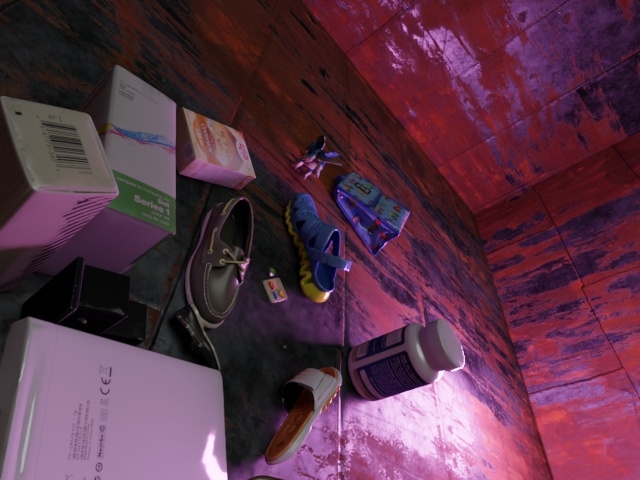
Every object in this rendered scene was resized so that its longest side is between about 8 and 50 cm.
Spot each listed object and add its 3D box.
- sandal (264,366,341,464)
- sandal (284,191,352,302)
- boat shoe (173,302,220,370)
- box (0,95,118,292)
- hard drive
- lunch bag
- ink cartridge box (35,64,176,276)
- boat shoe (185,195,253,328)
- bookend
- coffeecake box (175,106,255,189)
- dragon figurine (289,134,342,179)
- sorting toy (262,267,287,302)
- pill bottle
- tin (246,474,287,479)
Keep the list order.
[{"bbox_3d":[-0.040,0.318,0.873,0.076,0.102,0.265,59,31,-8],"label":"sandal"},{"bbox_3d":[0.000,0.000,1.187,0.126,0.138,0.317,13,52,-50],"label":"sandal"},{"bbox_3d":[-0.219,0.179,0.783,0.042,0.049,0.133,-27,98,-28],"label":"boat shoe"},{"bbox_3d":[-0.362,-0.034,0.509,0.094,0.275,0.113,-7,71,-59],"label":"box"},{"bbox_3d":[-0.245,0.258,0.571,0.353,0.047,0.233,44,30,-54],"label":"hard drive"},{"bbox_3d":[0.162,-0.128,1.594,0.293,0.138,0.221,44,32,-3],"label":"lunch bag"},{"bbox_3d":[-0.332,-0.099,0.689,0.117,0.201,0.278,27,42,-45],"label":"ink cartridge box"},{"bbox_3d":[-0.196,0.030,0.897,0.109,0.091,0.305,37,37,-35],"label":"boat shoe"},{"bbox_3d":[-0.299,0.106,0.605,0.157,0.156,0.072,27,42,-45],"label":"bookend"},{"bbox_3d":[-0.257,-0.212,1.045,0.185,0.068,0.142,10,55,-55],"label":"coffeecake box"},{"bbox_3d":[0.000,-0.268,1.362,0.085,0.289,0.144,48,69,-16],"label":"dragon figurine"},{"bbox_3d":[-0.111,0.105,1.043,0.062,0.012,0.083,-7,70,-58],"label":"sorting toy"},{"bbox_3d":[0.215,0.301,1.115,0.153,0.265,0.153,37,37,-35],"label":"pill bottle"},{"bbox_3d":[-0.054,0.444,0.703,0.190,0.040,0.106,15,37,-5],"label":"tin"}]
